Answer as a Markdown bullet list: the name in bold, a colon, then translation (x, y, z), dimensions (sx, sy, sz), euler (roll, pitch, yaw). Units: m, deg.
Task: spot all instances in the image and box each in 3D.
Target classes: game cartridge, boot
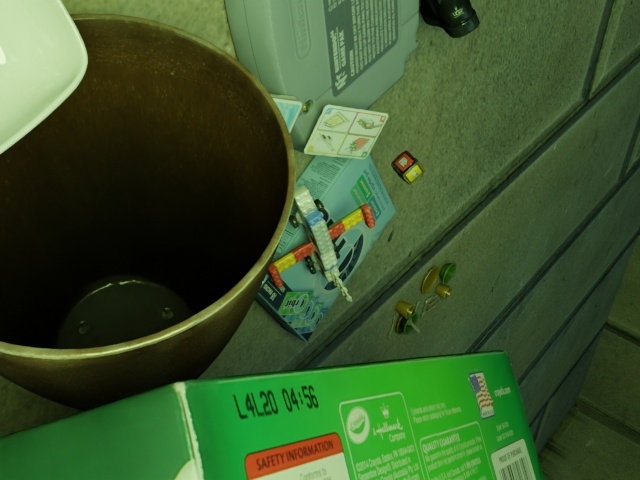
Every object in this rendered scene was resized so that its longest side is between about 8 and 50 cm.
- **game cartridge**: translation (0.007, -0.219, 0.655), dimensions (0.196, 0.060, 0.294), euler (-49, 150, -30)
- **boot**: translation (0.109, -0.254, 0.782), dimensions (0.045, 0.121, 0.099), euler (-29, 119, 6)

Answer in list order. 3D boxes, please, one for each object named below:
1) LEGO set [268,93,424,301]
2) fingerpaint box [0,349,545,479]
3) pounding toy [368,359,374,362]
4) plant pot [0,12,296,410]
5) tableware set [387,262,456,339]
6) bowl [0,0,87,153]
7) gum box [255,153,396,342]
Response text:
- **LEGO set**: translation (-0.011, -0.030, 0.704), dimensions (0.244, 0.060, 0.182), euler (0, 128, -42)
- **fingerpaint box**: translation (-0.086, 0.193, 0.545), dimensions (0.445, 0.371, 0.163), euler (11, 62, -61)
- **pounding toy**: translation (0.063, 0.275, 1.156), dimensions (0.141, 0.100, 0.130), euler (-33, 141, -42)
- **plant pot**: translation (-0.132, 0.018, 0.511), dimensions (0.215, 0.215, 0.230), euler (-46, 164, -27)
- **tableware set**: translation (0.160, 0.090, 1.232), dimensions (0.154, 0.024, 0.104), euler (-23, 134, -49)
- **bowl**: translation (-0.199, -0.097, 0.376), dimensions (0.142, 0.053, 0.142), euler (-46, 118, -29)
- **gum box**: translation (0.000, 0.000, 0.857), dimensions (0.184, 0.041, 0.157), euler (-54, 152, -12)
